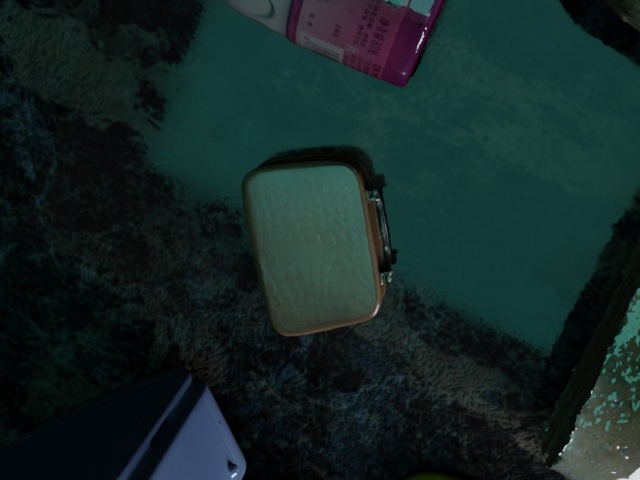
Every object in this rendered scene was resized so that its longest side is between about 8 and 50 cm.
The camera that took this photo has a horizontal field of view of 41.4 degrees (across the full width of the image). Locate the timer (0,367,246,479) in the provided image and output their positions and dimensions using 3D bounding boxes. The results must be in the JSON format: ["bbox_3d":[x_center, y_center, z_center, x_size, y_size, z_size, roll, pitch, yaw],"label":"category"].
[{"bbox_3d":[-0.278,0.317,0.902,0.395,0.395,0.173,-24,102,14],"label":"timer"}]

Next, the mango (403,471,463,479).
[{"bbox_3d":[0.176,0.339,0.996,0.187,0.066,0.101,40,105,6],"label":"mango"}]

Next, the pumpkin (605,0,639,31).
[{"bbox_3d":[0.399,-0.239,0.704,0.328,0.291,0.257,42,76,-18],"label":"pumpkin"}]

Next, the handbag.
[{"bbox_3d":[0.000,0.000,0.933,0.151,0.072,0.193,-10,100,11],"label":"handbag"}]

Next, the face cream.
[{"bbox_3d":[0.028,-0.262,0.809,0.195,0.175,0.175,24,106,1],"label":"face cream"}]

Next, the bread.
[{"bbox_3d":[0.372,0.129,0.895,0.183,0.102,0.337,22,104,-1],"label":"bread"}]
